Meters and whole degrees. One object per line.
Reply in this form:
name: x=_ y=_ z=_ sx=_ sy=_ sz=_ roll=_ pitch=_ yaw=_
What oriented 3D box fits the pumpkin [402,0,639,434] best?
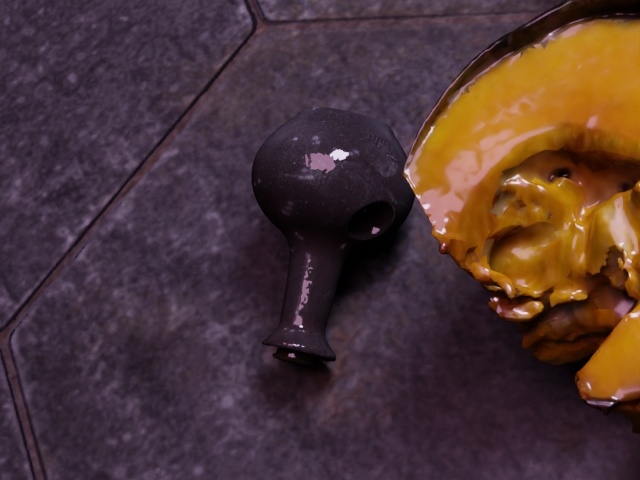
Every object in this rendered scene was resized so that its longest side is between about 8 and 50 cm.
pumpkin: x=0.227 y=-0.010 z=0.963 sx=0.256 sy=0.225 sz=0.303 roll=-38 pitch=61 yaw=8

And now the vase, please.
vase: x=0.000 y=0.000 z=1.116 sx=0.120 sy=0.120 sz=0.182 roll=10 pitch=83 yaw=24
